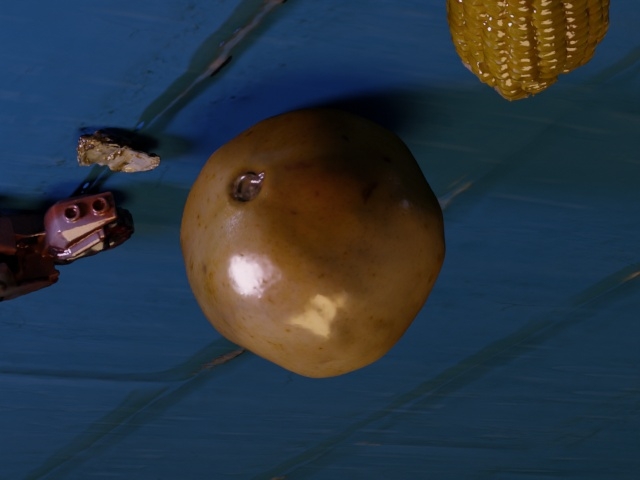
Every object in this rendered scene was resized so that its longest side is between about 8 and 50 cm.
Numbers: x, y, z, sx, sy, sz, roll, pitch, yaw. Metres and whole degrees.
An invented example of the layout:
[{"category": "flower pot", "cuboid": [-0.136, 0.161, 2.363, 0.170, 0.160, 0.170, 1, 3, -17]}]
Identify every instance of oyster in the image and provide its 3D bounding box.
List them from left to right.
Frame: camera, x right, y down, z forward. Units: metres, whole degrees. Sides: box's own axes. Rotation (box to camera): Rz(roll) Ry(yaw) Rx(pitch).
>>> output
[{"category": "oyster", "cuboid": [-0.171, -0.074, 1.639, 0.054, 0.019, 0.083, -20, 158, 35]}]

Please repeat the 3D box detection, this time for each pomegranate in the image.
[{"category": "pomegranate", "cuboid": [-0.005, -0.003, 1.610, 0.233, 0.233, 0.233, -6, 159, -2]}]

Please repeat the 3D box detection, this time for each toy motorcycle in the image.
[{"category": "toy motorcycle", "cuboid": [-0.271, 0.001, 1.722, 0.212, 0.084, 0.118, -15, 158, 0]}]

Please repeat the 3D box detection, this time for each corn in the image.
[{"category": "corn", "cuboid": [0.134, -0.191, 1.282, 0.119, 0.119, 0.322, -8, 159, 4]}]
